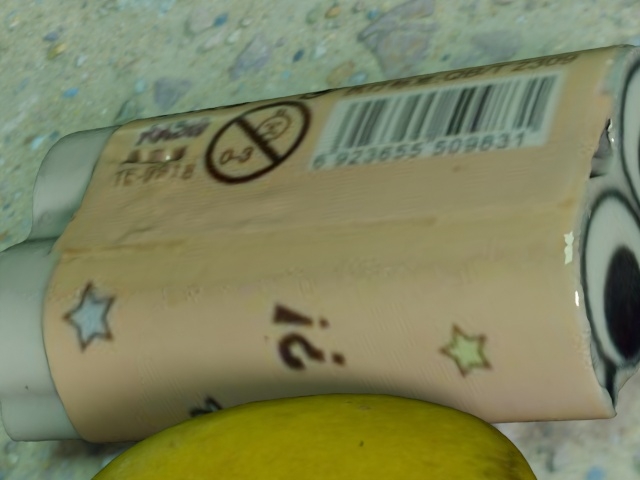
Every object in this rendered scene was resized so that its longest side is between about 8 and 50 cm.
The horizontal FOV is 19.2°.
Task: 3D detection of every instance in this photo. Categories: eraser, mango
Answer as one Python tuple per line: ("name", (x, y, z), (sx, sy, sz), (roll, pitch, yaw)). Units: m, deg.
("eraser", (0.000, 0.000, 0.803), (0.290, 0.087, 0.171), (-6, 44, 31))
("mango", (-0.011, 0.119, 0.681), (0.195, 0.098, 0.137), (-12, 41, 17))
